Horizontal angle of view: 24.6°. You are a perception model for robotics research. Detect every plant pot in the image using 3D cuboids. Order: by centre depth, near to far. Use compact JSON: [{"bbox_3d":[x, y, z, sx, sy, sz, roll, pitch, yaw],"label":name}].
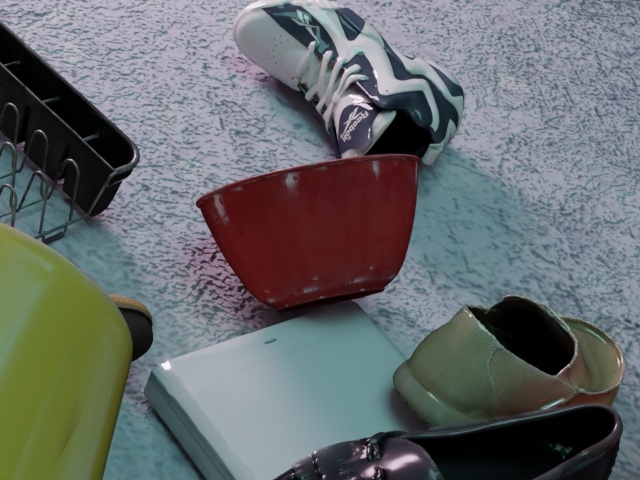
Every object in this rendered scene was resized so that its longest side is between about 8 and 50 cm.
[{"bbox_3d":[-0.218,0.122,0.768,0.254,0.254,0.239,25,58,0],"label":"plant pot"}]

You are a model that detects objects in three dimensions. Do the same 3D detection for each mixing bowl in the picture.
[{"bbox_3d":[0.000,0.000,1.159,0.181,0.181,0.098,-8,83,-34],"label":"mixing bowl"}]

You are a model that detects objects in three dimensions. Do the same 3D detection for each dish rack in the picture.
[{"bbox_3d":[-0.300,-0.061,1.122,0.208,0.074,0.271,41,42,20],"label":"dish rack"}]

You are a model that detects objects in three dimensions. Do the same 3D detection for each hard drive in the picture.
[{"bbox_3d":[0.039,0.183,1.051,0.203,0.040,0.307,-16,53,-39],"label":"hard drive"}]

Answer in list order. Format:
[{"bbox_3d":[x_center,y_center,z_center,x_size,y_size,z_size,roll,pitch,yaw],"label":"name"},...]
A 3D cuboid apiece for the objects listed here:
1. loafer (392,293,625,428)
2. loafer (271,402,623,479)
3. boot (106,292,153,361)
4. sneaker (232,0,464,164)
[{"bbox_3d":[0.169,0.095,1.147,0.268,0.092,0.102,-4,45,-51],"label":"loafer"},{"bbox_3d":[0.075,0.160,0.985,0.302,0.095,0.109,-6,47,-32],"label":"loafer"},{"bbox_3d":[-0.180,0.150,0.963,0.248,0.090,0.207,-15,65,-40],"label":"boot"},{"bbox_3d":[0.020,-0.136,1.355,0.235,0.094,0.153,30,29,-9],"label":"sneaker"}]
